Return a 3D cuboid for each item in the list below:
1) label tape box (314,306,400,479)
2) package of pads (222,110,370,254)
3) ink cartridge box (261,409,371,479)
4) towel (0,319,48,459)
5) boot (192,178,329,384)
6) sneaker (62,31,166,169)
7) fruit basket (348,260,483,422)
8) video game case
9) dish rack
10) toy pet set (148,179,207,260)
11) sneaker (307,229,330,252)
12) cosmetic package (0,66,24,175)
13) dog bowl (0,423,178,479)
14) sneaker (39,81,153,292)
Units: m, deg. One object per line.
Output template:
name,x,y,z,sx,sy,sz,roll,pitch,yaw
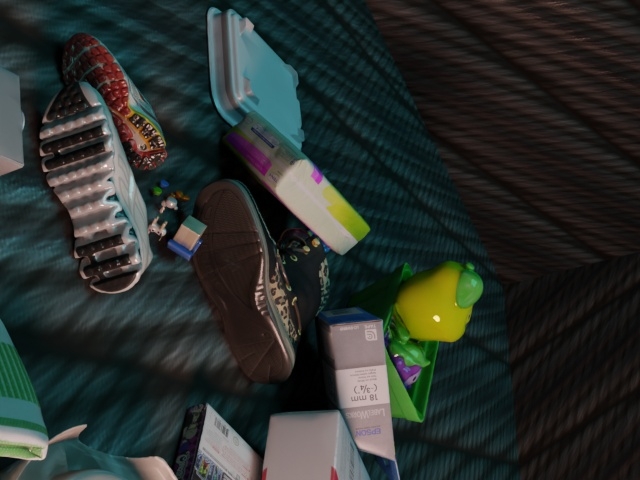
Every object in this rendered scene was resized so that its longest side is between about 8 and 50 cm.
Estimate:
label tape box,0.067,0.311,1.524,0.240,0.106,0.333,179,-96,-83
package of pads,-0.051,-0.115,1.580,0.229,0.101,0.296,44,-1,41
ink cartridge box,0.002,0.460,1.311,0.306,0.131,0.226,71,18,-46
towel,-0.382,0.057,0.686,0.325,0.038,0.248,48,6,29
boot,-0.096,0.040,1.436,0.284,0.138,0.377,-48,123,-63
sneaker,-0.319,-0.215,1.193,0.225,0.088,0.092,62,4,-26
fruit basket,0.228,0.205,1.787,0.282,0.392,0.392,65,24,-19
video game case,-0.148,0.401,1.189,0.232,0.042,0.210,56,28,-37
dish rack,-0.129,-0.344,1.721,0.333,0.072,0.285,37,41,-57
toy pet set,-0.247,-0.024,1.265,0.114,0.065,0.122,33,27,-4
sneaker,0.000,0.000,1.778,0.067,0.078,0.188,44,39,4
cosmetic package,-0.439,-0.152,0.821,0.238,0.107,0.127,32,46,-62
dog bowl,-0.255,0.379,0.826,0.348,0.102,0.348,54,25,-40
sneaker,-0.308,-0.076,1.088,0.118,0.110,0.292,-43,123,-74
